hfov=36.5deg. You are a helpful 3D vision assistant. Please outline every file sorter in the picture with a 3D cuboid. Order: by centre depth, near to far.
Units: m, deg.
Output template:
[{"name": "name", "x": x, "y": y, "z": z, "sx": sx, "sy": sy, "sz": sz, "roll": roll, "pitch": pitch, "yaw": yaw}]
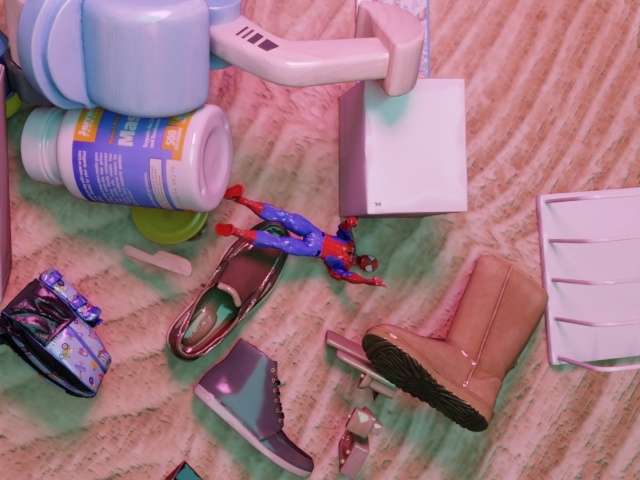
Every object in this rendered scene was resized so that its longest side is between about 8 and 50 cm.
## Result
[{"name": "file sorter", "x": 0.472, "y": 0.056, "z": 1.525, "sx": 0.192, "sy": 0.173, "sz": 0.278, "roll": -5, "pitch": 90, "yaw": -11}]

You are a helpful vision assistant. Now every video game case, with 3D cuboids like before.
[{"name": "video game case", "x": 0.115, "y": -0.327, "z": 1.540, "sx": 0.119, "sy": 0.015, "sz": 0.166, "roll": -1, "pitch": 90, "yaw": -10}]

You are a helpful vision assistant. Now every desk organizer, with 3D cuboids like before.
[{"name": "desk organizer", "x": -0.180, "y": 0.397, "z": 1.466, "sx": 0.050, "sy": 0.047, "sz": 0.130, "roll": -43, "pitch": 97, "yaw": -10}]

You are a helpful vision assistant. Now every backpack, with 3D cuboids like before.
[{"name": "backpack", "x": -0.364, "y": 0.140, "z": 1.376, "sx": 0.173, "sy": 0.158, "sz": 0.117, "roll": 42, "pitch": 67, "yaw": -5}]

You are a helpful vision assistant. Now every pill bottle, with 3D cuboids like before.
[{"name": "pill bottle", "x": -0.273, "y": -0.125, "z": 1.364, "sx": 0.272, "sy": 0.152, "sz": 0.152, "roll": 6, "pitch": 88, "yaw": 14}]

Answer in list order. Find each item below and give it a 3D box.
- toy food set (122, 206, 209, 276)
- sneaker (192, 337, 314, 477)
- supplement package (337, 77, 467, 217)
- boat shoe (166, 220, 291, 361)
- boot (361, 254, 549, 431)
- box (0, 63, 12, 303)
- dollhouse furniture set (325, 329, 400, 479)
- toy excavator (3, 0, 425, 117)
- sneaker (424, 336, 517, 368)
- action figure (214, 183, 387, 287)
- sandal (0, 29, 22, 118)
[{"name": "toy food set", "x": -0.213, "y": -0.059, "z": 1.457, "sx": 0.128, "sy": 0.071, "sz": 0.218, "roll": 11, "pitch": 85, "yaw": 15}, {"name": "sneaker", "x": -0.073, "y": 0.254, "z": 1.467, "sx": 0.222, "sy": 0.083, "sz": 0.118, "roll": 41, "pitch": 82, "yaw": -7}, {"name": "supplement package", "x": 0.116, "y": -0.132, "z": 1.444, "sx": 0.149, "sy": 0.203, "sz": 0.194, "roll": -1, "pitch": 90, "yaw": -10}, {"name": "boat shoe", "x": -0.128, "y": 0.078, "z": 1.451, "sx": 0.095, "sy": 0.095, "sz": 0.257, "roll": 37, "pitch": 83, "yaw": -8}, {"name": "boot", "x": 0.207, "y": 0.124, "z": 1.472, "sx": 0.236, "sy": 0.089, "sz": 0.269, "roll": 39, "pitch": 53, "yaw": -8}, {"name": "box", "x": -0.497, "y": -0.076, "z": 1.305, "sx": 0.148, "sy": 0.121, "sz": 0.311, "roll": 3, "pitch": 117, "yaw": -11}, {"name": "dollhouse furniture set", "x": 0.031, "y": 0.244, "z": 1.470, "sx": 0.123, "sy": 0.144, "sz": 0.151, "roll": 28, "pitch": 99, "yaw": -4}, {"name": "toy excavator", "x": -0.149, "y": -0.264, "z": 1.281, "sx": 0.433, "sy": 0.222, "sz": 0.445, "roll": -28, "pitch": 52, "yaw": -36}, {"name": "sneaker", "x": 0.215, "y": 0.197, "z": 1.541, "sx": 0.188, "sy": 0.066, "sz": 0.071, "roll": 8, "pitch": 105, "yaw": -5}, {"name": "action figure", "x": 0.000, "y": 0.000, "z": 1.425, "sx": 0.280, "sy": 0.139, "sz": 0.092, "roll": 21, "pitch": 78, "yaw": -37}, {"name": "sandal", "x": -0.546, "y": -0.300, "z": 1.345, "sx": 0.317, "sy": 0.138, "sz": 0.126, "roll": 31, "pitch": 63, "yaw": -11}]
